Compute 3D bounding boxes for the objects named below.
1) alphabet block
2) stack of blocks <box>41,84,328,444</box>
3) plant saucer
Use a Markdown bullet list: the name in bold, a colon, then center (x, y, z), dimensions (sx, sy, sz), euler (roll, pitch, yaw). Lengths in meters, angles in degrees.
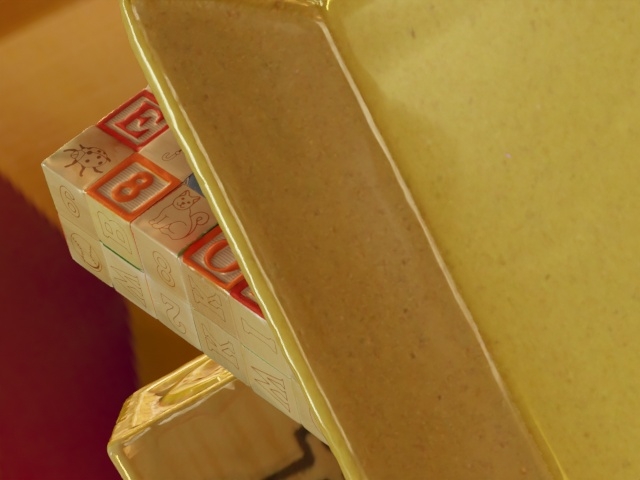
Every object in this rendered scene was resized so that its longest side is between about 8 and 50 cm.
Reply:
- **alphabet block**: center (-0.014, 0.163, 1.298), dimensions (0.197, 0.193, 0.192), euler (60, 179, -5)
- **stack of blocks**: center (0.000, 0.000, 1.090), dimensions (0.297, 0.171, 0.087), euler (33, 150, 35)
- **plant saucer**: center (0.116, -0.025, 0.626), dimensions (0.081, 0.333, 0.332), euler (-23, -95, -47)
